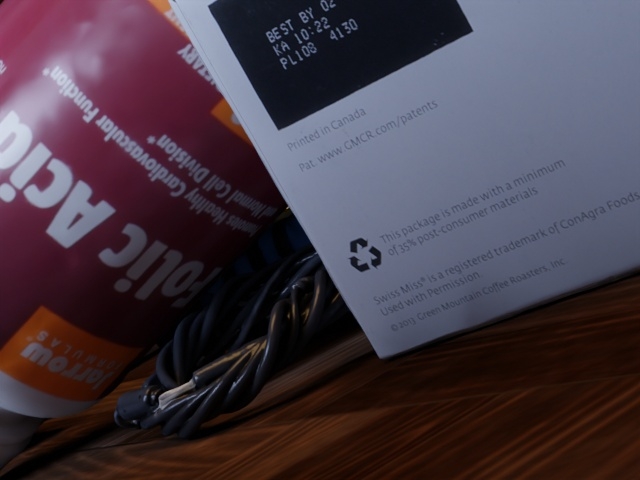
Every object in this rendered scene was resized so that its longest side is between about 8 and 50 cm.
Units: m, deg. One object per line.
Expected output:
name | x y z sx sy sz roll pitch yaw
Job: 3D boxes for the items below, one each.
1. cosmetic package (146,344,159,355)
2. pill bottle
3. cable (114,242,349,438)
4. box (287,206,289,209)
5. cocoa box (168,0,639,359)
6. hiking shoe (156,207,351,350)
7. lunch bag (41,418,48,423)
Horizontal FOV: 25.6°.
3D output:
cosmetic package | -0.284 0.077 1.510 0.230 0.161 0.453 -23 3 25
pill bottle | -0.167 -0.029 0.918 0.392 0.224 0.224 -46 -1 10
cable | -0.035 0.046 0.820 0.184 0.047 0.150 -41 8 -36
box | 0.039 -0.030 1.252 0.169 0.059 0.054 -8 36 8
cocoa box | 0.152 -0.129 0.710 0.347 0.231 0.228 -24 11 33
hiking shoe | -0.010 0.031 0.977 0.304 0.113 0.132 -10 44 53
lunch bag | -0.375 0.168 1.124 0.303 0.115 0.243 -25 0 -33
